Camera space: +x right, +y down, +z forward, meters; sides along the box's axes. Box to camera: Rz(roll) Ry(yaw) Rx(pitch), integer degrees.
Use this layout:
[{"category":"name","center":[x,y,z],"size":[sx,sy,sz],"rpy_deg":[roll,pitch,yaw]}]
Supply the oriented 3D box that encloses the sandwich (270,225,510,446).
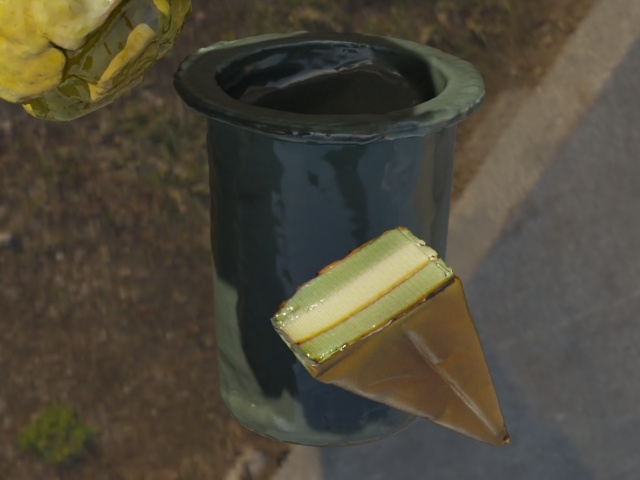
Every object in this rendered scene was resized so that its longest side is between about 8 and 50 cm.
[{"category":"sandwich","center":[0.046,0.090,1.170],"size":[0.113,0.079,0.163],"rpy_deg":[-30,131,-11]}]

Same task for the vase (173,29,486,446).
[{"category":"vase","center":[0.000,0.000,1.418],"size":[0.245,0.245,0.291],"rpy_deg":[-3,115,-13]}]

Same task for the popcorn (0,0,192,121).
[{"category":"popcorn","center":[-0.144,-0.146,1.000],"size":[0.167,0.152,0.148],"rpy_deg":[-25,97,-27]}]
